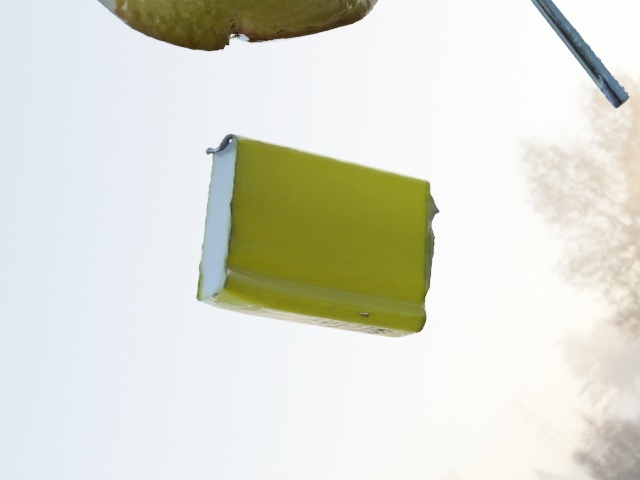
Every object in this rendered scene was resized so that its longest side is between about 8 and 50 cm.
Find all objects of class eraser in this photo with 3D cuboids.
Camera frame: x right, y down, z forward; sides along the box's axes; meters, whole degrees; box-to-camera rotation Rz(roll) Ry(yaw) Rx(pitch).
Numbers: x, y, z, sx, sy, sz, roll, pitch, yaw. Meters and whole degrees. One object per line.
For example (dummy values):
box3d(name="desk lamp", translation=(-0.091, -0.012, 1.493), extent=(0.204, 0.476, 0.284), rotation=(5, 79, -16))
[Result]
box3d(name="eraser", translation=(0.000, 0.000, 0.916), extent=(0.226, 0.158, 0.069), rotation=(11, -20, -24))

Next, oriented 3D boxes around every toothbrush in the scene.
box3d(name="toothbrush", translation=(0.149, -0.184, 0.686), extent=(0.019, 0.219, 0.016), rotation=(-38, 0, -6))

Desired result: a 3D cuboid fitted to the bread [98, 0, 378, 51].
box3d(name="bread", translation=(-0.069, -0.256, 0.689), extent=(0.270, 0.270, 0.148), rotation=(-36, -17, -34))
